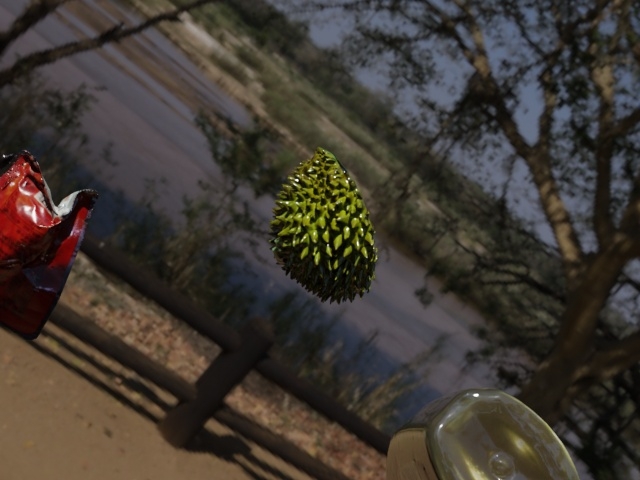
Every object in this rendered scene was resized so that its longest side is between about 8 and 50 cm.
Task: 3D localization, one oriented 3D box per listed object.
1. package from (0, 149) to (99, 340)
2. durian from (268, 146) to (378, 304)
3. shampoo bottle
[{"bbox_3d":[-0.452,0.007,1.370,0.194,0.269,0.071,33,6,-8],"label":"package"},{"bbox_3d":[-0.006,0.007,1.029,0.137,0.095,0.221,60,-16,24],"label":"durian"},{"bbox_3d":[0.106,0.204,0.756,0.125,0.084,0.350,49,-16,13],"label":"shampoo bottle"}]
